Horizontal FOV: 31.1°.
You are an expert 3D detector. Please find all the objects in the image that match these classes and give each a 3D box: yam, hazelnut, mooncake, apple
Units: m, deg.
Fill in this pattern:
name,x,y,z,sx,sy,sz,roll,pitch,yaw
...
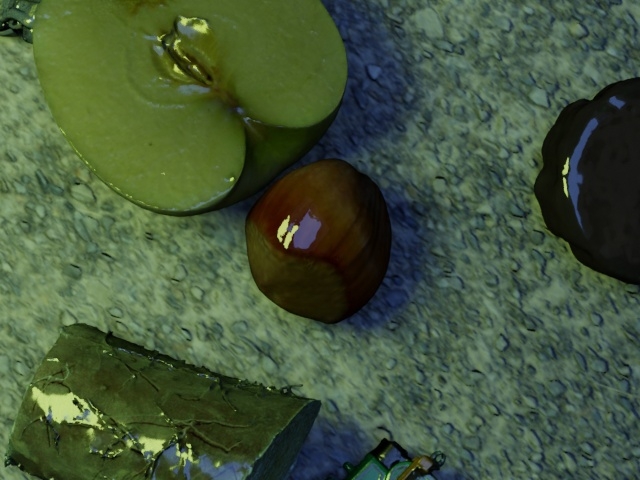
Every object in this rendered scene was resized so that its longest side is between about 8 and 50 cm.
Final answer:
name,x,y,z,sx,sy,sz,roll,pitch,yaw
yam,-0.200,0.243,1.433,0.348,0.241,0.241,19,79,6
hazelnut,-0.006,-0.002,1.524,0.186,0.210,0.210,-22,80,24
mooncake,0.434,-0.079,1.570,0.283,0.141,0.283,0,88,-6
apple,-0.170,-0.227,1.499,0.360,0.320,0.312,49,119,12

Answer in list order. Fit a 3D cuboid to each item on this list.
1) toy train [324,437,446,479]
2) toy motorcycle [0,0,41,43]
name,x,y,z,sx,sy,sz,roll,pitch,yaw
toy train,0.065,0.343,1.499,0.136,0.091,0.228,41,80,15
toy motorcycle,-0.410,-0.337,1.590,0.193,0.061,0.124,-28,90,27
